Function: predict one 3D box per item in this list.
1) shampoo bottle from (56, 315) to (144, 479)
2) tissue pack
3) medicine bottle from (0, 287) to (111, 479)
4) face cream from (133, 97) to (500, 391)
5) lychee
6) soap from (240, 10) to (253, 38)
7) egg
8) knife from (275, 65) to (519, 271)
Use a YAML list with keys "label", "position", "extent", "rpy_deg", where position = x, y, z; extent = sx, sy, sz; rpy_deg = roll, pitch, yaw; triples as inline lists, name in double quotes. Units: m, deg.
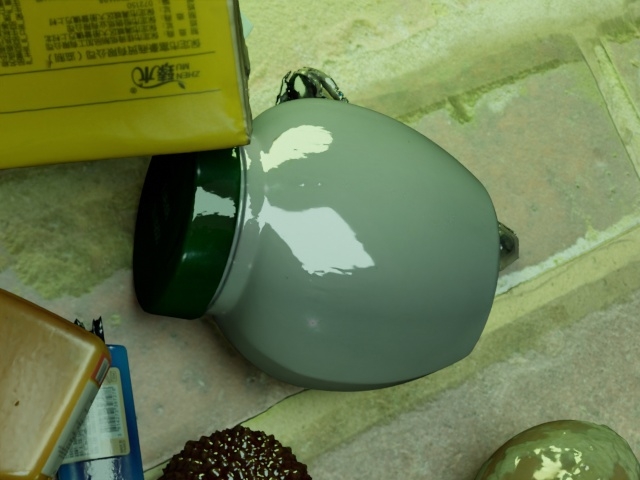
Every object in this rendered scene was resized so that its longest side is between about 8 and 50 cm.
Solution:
- label: "shampoo bottle"
  position: [-0.231, 0.167, 1.300]
  extent: [0.087, 0.050, 0.183]
  rpy_deg: [-5, 76, -20]
- label: "tissue pack"
  position: [-0.261, -0.228, 1.187]
  extent: [0.381, 0.228, 0.293]
  rpy_deg: [-5, 117, 2]
- label: "medicine bottle"
  position: [-0.307, 0.168, 1.208]
  extent: [0.149, 0.112, 0.222]
  rpy_deg: [26, 76, 1]
- label: "face cream"
  position: [0.000, 0.000, 1.371]
  extent: [0.357, 0.219, 0.313]
  rpy_deg: [11, 69, -22]
- label: "lychee"
  position: [-0.081, 0.270, 1.271]
  extent: [0.188, 0.188, 0.188]
  rpy_deg: [8, 70, -24]
- label: "soap"
  position: [-0.210, -0.272, 1.388]
  extent: [0.265, 0.087, 0.160]
  rpy_deg: [48, 48, -21]
- label: "egg"
  position: [0.260, 0.300, 1.416]
  extent: [0.203, 0.203, 0.245]
  rpy_deg: [49, 49, -4]
- label: "knife"
  position: [0.103, -0.085, 1.552]
  extent: [0.365, 0.043, 0.089]
  rpy_deg: [36, 62, -12]
